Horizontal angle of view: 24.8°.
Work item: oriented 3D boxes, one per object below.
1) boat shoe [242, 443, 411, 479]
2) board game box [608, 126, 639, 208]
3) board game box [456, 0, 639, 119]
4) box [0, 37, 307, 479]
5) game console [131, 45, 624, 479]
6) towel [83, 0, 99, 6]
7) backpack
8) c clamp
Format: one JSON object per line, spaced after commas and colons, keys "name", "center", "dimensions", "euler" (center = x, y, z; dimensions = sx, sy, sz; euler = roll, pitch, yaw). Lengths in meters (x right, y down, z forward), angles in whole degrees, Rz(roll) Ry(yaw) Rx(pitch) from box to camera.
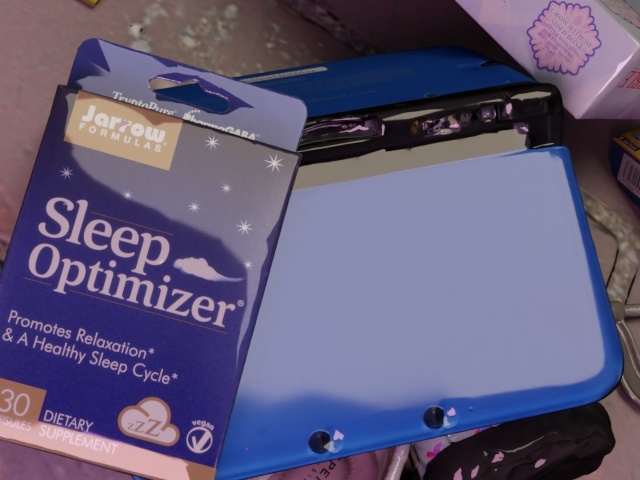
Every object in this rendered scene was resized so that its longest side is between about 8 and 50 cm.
{"name": "boat shoe", "center": [-0.043, 0.198, 0.787], "dimensions": [0.118, 0.103, 0.320], "euler": [40, 49, -1]}
{"name": "board game box", "center": [0.360, -0.037, 1.154], "dimensions": [0.194, 0.060, 0.194], "euler": [-20, 47, -27]}
{"name": "board game box", "center": [0.151, -0.215, 1.068], "dimensions": [0.318, 0.066, 0.319], "euler": [48, 24, 17]}
{"name": "box", "center": [-0.095, 0.008, 0.773], "dimensions": [0.137, 0.036, 0.225], "euler": [16, 78, -6]}
{"name": "game console", "center": [0.000, 0.000, 0.890], "dimensions": [0.293, 0.250, 0.173], "euler": [-10, 109, -12]}
{"name": "towel", "center": [-0.235, -0.261, 1.023], "dimensions": [0.237, 0.021, 0.102], "euler": [33, 51, -8]}
{"name": "backpack", "center": [0.100, 0.074, 0.940], "dimensions": [0.152, 0.115, 0.182], "euler": [-9, 63, -30]}
{"name": "c clamp", "center": [0.261, 0.068, 1.093], "dimensions": [0.161, 0.022, 0.137], "euler": [4, 59, -27]}
